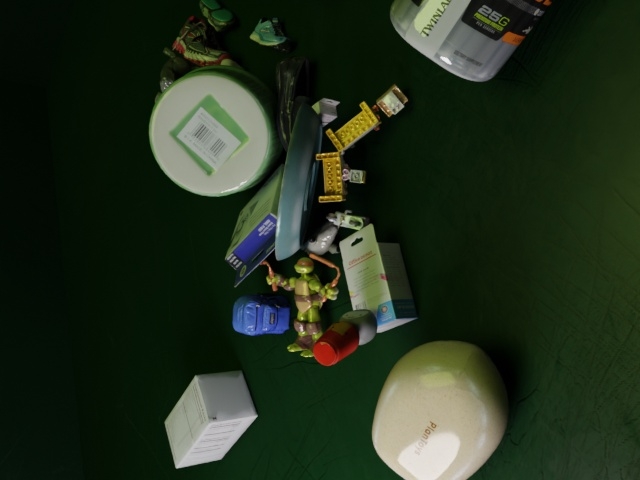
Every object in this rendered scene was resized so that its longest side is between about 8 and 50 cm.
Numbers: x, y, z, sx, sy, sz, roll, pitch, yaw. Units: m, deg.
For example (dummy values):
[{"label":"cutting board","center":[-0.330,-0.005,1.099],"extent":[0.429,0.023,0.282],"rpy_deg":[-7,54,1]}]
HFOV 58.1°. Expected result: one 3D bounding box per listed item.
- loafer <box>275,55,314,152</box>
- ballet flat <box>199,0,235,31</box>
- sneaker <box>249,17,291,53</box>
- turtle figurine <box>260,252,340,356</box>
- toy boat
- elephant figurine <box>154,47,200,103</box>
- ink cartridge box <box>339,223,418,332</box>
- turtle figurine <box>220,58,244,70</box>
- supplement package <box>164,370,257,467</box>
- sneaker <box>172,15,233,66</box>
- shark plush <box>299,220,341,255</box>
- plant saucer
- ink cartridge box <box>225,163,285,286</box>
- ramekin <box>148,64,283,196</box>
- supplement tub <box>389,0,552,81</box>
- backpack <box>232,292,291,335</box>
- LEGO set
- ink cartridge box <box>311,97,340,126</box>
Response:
[{"label":"loafer","center":[-0.053,-0.300,1.281],"extent":[0.078,0.076,0.223],"rpy_deg":[-4,87,30]},{"label":"ballet flat","center":[-0.289,-0.630,1.634],"extent":[0.188,0.070,0.070],"rpy_deg":[56,129,40]},{"label":"sneaker","center":[-0.118,-0.503,1.392],"extent":[0.162,0.064,0.073],"rpy_deg":[42,117,45]},{"label":"turtle figurine","center":[-0.036,0.126,1.220],"extent":[0.270,0.087,0.217],"rpy_deg":[3,96,47]},{"label":"toy boat","center":[0.142,0.225,0.920],"extent":[0.318,0.148,0.267],"rpy_deg":[36,120,18]},{"label":"elephant figurine","center":[-0.413,-0.402,1.706],"extent":[0.239,0.170,0.185],"rpy_deg":[113,171,-49]},{"label":"ink cartridge box","center":[0.104,0.071,1.062],"extent":[0.104,0.062,0.181],"rpy_deg":[-32,64,46]},{"label":"turtle figurine","center":[-0.242,-0.320,1.508],"extent":[0.197,0.275,0.266],"rpy_deg":[109,167,-56]},{"label":"supplement package","center":[-0.286,0.459,1.480],"extent":[0.244,0.134,0.139],"rpy_deg":[-54,48,36]},{"label":"sneaker","center":[-0.332,-0.555,1.627],"extent":[0.299,0.121,0.112],"rpy_deg":[42,112,43]},{"label":"shark plush","center":[0.000,0.000,1.236],"extent":[0.161,0.073,0.067],"rpy_deg":[132,151,-65]},{"label":"plant saucer","center":[-0.038,-0.113,1.149],"extent":[0.317,0.044,0.317],"rpy_deg":[10,-90,-87]},{"label":"ink cartridge box","center":[-0.145,-0.034,1.331],"extent":[0.223,0.045,0.223],"rpy_deg":[-42,29,42]},{"label":"ramekin","center":[-0.236,-0.243,1.308],"extent":[0.148,0.304,0.303],"rpy_deg":[-82,8,-74]},{"label":"supplement tub","center":[0.253,-0.400,0.796],"extent":[0.316,0.194,0.193],"rpy_deg":[-56,47,35]},{"label":"backpack","center":[-0.134,0.167,1.317],"extent":[0.101,0.120,0.097],"rpy_deg":[-3,84,52]},{"label":"LEGO set","center":[0.074,-0.167,1.119],"extent":[0.132,0.107,0.286],"rpy_deg":[21,102,15]},{"label":"ink cartridge box","center":[0.001,-0.270,1.230],"extent":[0.083,0.048,0.028],"rpy_deg":[-25,68,49]}]
